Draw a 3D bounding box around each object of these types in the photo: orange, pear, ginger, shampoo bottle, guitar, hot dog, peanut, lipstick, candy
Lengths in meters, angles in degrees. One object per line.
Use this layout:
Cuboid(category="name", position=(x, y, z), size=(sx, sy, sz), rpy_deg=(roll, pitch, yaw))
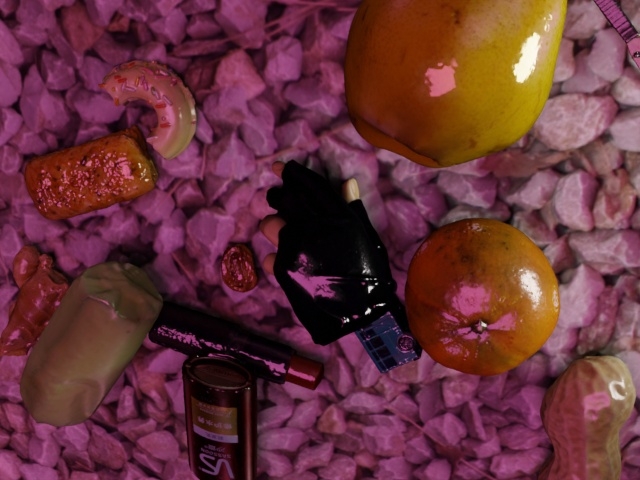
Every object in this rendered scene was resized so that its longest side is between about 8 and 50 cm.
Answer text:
Cuboid(category="orange", position=(0.234, 0.087, 1.416), size=(0.240, 0.171, 0.240), rpy_deg=(4, 110, 12))
Cuboid(category="pear", position=(0.171, -0.261, 1.250), size=(0.285, 0.285, 0.336), rpy_deg=(8, 99, 9))
Cuboid(category="ginger", position=(-0.481, 0.115, 1.637), size=(0.115, 0.081, 0.205), rpy_deg=(12, 107, -10))
Cuboid(category="shampoo bottle", position=(-0.166, 0.329, 1.601), size=(0.129, 0.084, 0.323), rpy_deg=(13, 130, 10))
Cuboid(category="guitar", position=(0.378, -0.333, 1.294), size=(0.084, 0.038, 0.271), rpy_deg=(-36, 96, 23))
Cuboid(category="hot dog", position=(-0.131, 0.047, 1.556), size=(0.058, 0.035, 0.083), rpy_deg=(-3, 110, 18))
Cuboid(category="peanut", position=(0.406, 0.312, 1.495), size=(0.136, 0.120, 0.298), rpy_deg=(17, 116, 32))
Cuboid(category="lipstick", position=(-0.139, 0.179, 1.583), size=(0.300, 0.081, 0.081), rpy_deg=(19, 113, 7))
Cuboid(category="candy", position=(-0.387, 0.177, 1.584), size=(0.132, 0.142, 0.343), rpy_deg=(48, 126, 15))

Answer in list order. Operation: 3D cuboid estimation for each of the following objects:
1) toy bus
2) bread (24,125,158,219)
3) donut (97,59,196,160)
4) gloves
Cuboid(category="toy bus", position=(0.090, 0.121, 1.512), size=(0.092, 0.079, 0.160), rpy_deg=(-27, 104, 20))
Cuboid(category="bread", position=(-0.366, -0.104, 1.527), size=(0.211, 0.083, 0.114), rpy_deg=(-17, 102, 16))
Cuboid(category="donut", position=(-0.253, -0.208, 1.469), size=(0.108, 0.065, 0.166), rpy_deg=(-32, 101, 21))
Cuboid(category="gloves", position=(0.003, 0.000, 1.418), size=(0.301, 0.197, 0.152), rpy_deg=(52, 153, 33))
